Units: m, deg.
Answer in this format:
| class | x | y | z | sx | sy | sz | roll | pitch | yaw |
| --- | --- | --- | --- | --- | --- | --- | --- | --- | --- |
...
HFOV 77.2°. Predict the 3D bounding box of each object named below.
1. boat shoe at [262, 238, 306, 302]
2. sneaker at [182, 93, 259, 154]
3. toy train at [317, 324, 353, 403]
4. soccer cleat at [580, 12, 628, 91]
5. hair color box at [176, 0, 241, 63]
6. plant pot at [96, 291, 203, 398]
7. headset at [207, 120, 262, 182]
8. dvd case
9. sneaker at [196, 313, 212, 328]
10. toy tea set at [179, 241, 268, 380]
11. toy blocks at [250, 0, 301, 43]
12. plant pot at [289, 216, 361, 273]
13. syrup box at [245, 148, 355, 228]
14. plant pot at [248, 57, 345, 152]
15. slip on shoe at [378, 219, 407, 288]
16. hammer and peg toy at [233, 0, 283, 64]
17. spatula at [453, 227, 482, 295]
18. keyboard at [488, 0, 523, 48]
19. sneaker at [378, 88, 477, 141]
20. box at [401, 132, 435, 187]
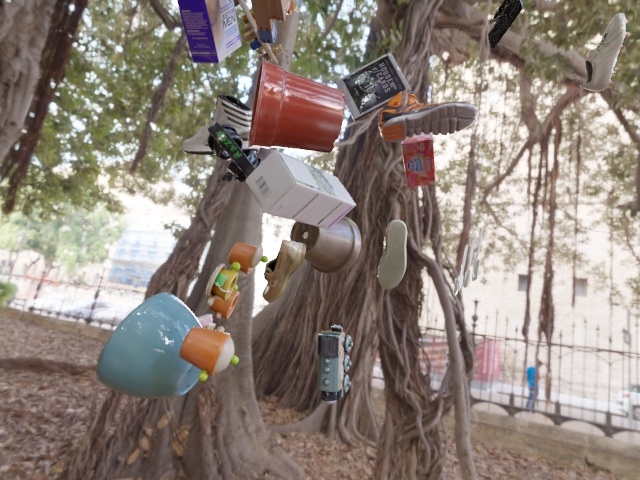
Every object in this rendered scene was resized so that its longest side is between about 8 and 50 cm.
| class | x | y | z | sx | sy | sz | roll | pitch | yaw |
| --- | --- | --- | --- | --- | --- | --- | --- | --- | --- |
| boat shoe | -0.175 | 0.120 | 1.617 | 0.110 | 0.122 | 0.341 | 21 | -54 | -18 |
| sneaker | -0.462 | -0.523 | 1.834 | 0.447 | 0.258 | 0.169 | 5 | 11 | 32 |
| toy train | 0.053 | 0.548 | 1.775 | 0.142 | 0.334 | 0.190 | 1 | -6 | 22 |
| soccer cleat | 0.771 | -0.511 | 1.091 | 0.076 | 0.196 | 0.068 | 9 | 17 | 12 |
| hair color box | -0.361 | -0.764 | 1.264 | 0.110 | 0.185 | 0.339 | 7 | -47 | 15 |
| plant pot | -0.426 | 0.319 | 1.113 | 0.195 | 0.290 | 0.290 | 29 | -10 | 11 |
| headset | -0.362 | -0.328 | 1.620 | 0.243 | 0.185 | 0.394 | 50 | -1 | -2 |
| dvd case | 0.200 | -0.589 | 1.538 | 0.238 | 0.179 | 0.029 | -26 | -11 | 7 |
| sneaker | -0.549 | 0.382 | 1.806 | 0.134 | 0.070 | 0.051 | -13 | 10 | -34 |
| toy tea set | -0.207 | 0.163 | 0.952 | 0.124 | 0.336 | 0.200 | 22 | -2 | 1 |
| toy blocks | -0.126 | -0.803 | 1.237 | 0.190 | 0.382 | 0.261 | 11 | -17 | 6 |
| plant pot | 0.000 | 0.000 | 2.043 | 0.323 | 0.323 | 0.280 | 0 | -10 | 36 |
| syrup box | -0.033 | -0.100 | 0.854 | 0.096 | 0.093 | 0.236 | -41 | -26 | 22 |
| plant pot | -0.076 | -0.400 | 1.268 | 0.264 | 0.273 | 0.272 | 9 | -12 | -14 |
| slip on shoe | 0.333 | 0.064 | 1.839 | 0.122 | 0.332 | 0.101 | 6 | 13 | 6 |
| hammer and peg toy | -0.273 | -0.949 | 1.861 | 0.127 | 0.266 | 0.361 | -28 | -12 | 8 |
| spatula | 0.555 | 0.079 | 1.504 | 0.019 | 0.242 | 0.168 | 20 | -33 | 3 |
| keyboard | 0.636 | -0.781 | 1.416 | 0.038 | 0.100 | 0.192 | -2 | -17 | -9 |
| sneaker | 0.354 | -0.448 | 1.363 | 0.320 | 0.180 | 0.125 | -6 | -38 | 6 |
| box | 0.466 | -0.413 | 1.913 | 0.142 | 0.154 | 0.300 | -6 | -35 | 15 |
